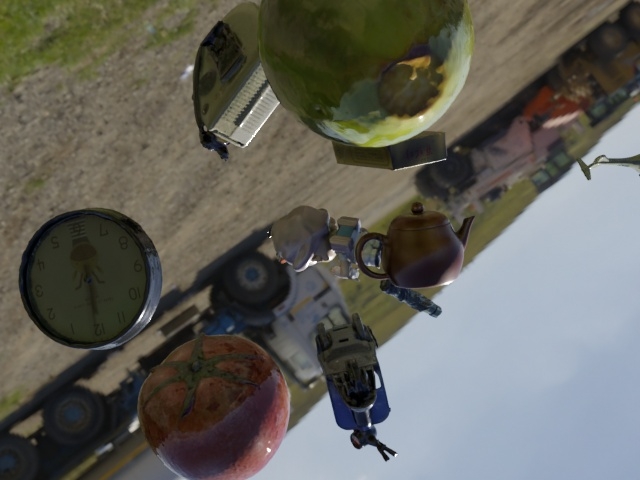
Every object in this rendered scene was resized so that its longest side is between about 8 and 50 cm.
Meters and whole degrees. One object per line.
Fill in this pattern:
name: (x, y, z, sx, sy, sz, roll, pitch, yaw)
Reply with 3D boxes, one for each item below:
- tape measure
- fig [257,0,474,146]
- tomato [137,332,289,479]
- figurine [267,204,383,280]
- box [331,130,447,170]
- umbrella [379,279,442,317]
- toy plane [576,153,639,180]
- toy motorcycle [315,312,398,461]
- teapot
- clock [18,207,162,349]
tape measure: (-0.171, -0.325, 1.678, 0.133, 0.231, 0.271, 22, 111, -40)
fig: (0.056, -0.229, 0.996, 0.258, 0.258, 0.326, -36, -157, 10)
tomato: (-0.180, 0.303, 1.524, 0.265, 0.264, 0.265, -36, 178, -2)
figurine: (0.000, 0.000, 1.500, 0.112, 0.229, 0.137, 69, 37, -56)
box: (0.155, -0.210, 1.976, 0.159, 0.071, 0.240, -16, -164, -28)
umbrella: (0.220, 0.141, 2.083, 0.046, 0.188, 0.050, -51, -149, 12)
toy plane: (0.692, -0.169, 1.873, 0.287, 0.092, 0.108, -1, 150, -26)
toy motorcycle: (0.070, 0.283, 1.727, 0.125, 0.212, 0.358, -14, -163, -1)
teapot: (0.128, 0.003, 1.145, 0.173, 0.116, 0.116, -10, 171, -13)
clock: (-0.293, 0.048, 1.092, 0.185, 0.184, 0.040, -36, 173, 8)
